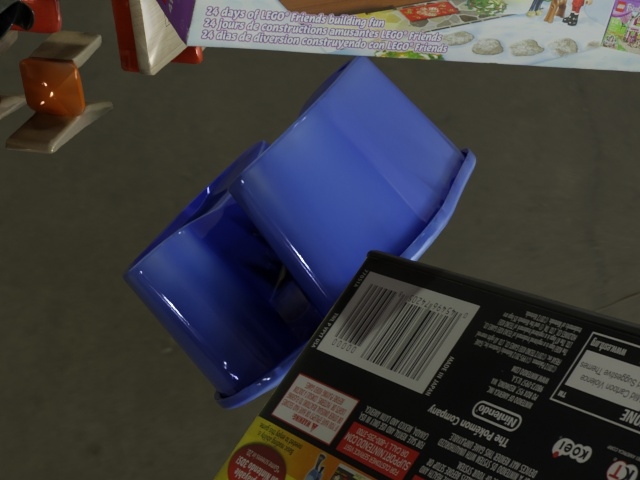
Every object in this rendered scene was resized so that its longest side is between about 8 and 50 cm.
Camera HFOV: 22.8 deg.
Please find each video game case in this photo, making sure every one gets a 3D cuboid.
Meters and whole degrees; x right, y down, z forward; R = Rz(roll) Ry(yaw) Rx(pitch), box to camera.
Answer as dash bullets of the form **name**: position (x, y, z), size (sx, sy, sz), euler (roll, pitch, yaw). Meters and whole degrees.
- **video game case**: position (0.032, 0.131, 0.667), size (0.035, 0.275, 0.248), euler (41, 78, -28)

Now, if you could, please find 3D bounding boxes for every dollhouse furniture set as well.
- **dollhouse furniture set**: position (-0.201, -0.183, 1.094), size (0.259, 0.135, 0.262), euler (7, 121, 23)

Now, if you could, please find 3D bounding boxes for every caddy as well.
- **caddy**: position (0.000, 0.000, 1.248), size (0.241, 0.341, 0.179), euler (-39, 97, 23)

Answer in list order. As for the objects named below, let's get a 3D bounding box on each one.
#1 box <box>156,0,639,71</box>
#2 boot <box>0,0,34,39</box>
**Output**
- **box**: position (0.092, -0.172, 0.646), size (0.057, 0.293, 0.201), euler (-123, 41, -50)
- **boot**: position (-0.280, -0.144, 0.978), size (0.137, 0.198, 0.077), euler (37, 136, 5)
